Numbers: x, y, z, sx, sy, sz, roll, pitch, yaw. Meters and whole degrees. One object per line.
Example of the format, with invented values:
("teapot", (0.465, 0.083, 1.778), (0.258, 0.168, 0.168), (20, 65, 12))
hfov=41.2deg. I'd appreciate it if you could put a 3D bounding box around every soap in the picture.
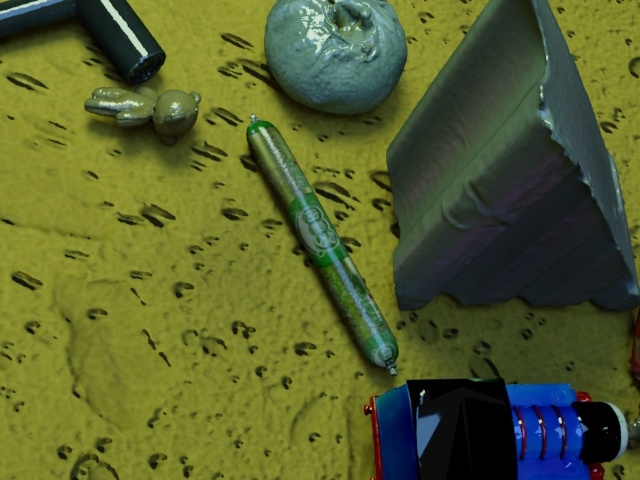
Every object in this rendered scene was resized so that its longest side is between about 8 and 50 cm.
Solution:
("soap", (0.209, -0.061, 0.693), (0.258, 0.302, 0.158), (5, 64, -16))

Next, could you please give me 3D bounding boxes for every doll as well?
("doll", (-0.153, -0.120, 0.744), (0.093, 0.051, 0.061), (25, 37, -8))

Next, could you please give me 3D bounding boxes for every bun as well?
("bun", (0.016, -0.189, 0.800), (0.141, 0.083, 0.140), (4, 69, -11))

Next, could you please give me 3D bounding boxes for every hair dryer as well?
("hair dryer", (-0.261, -0.179, 0.744), (0.195, 0.050, 0.173), (-36, 81, -20))

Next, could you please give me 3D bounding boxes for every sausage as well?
("sausage", (0.000, 0.000, 0.750), (0.033, 0.033, 0.269), (-24, 77, -22))

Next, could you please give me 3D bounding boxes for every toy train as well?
("toy train", (0.143, 0.157, 0.675), (0.204, 0.131, 0.082), (1, 69, -15))

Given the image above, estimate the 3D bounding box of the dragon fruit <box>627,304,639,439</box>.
("dragon fruit", (0.374, 0.128, 0.749), (0.212, 0.134, 0.262), (-36, 86, -13))
